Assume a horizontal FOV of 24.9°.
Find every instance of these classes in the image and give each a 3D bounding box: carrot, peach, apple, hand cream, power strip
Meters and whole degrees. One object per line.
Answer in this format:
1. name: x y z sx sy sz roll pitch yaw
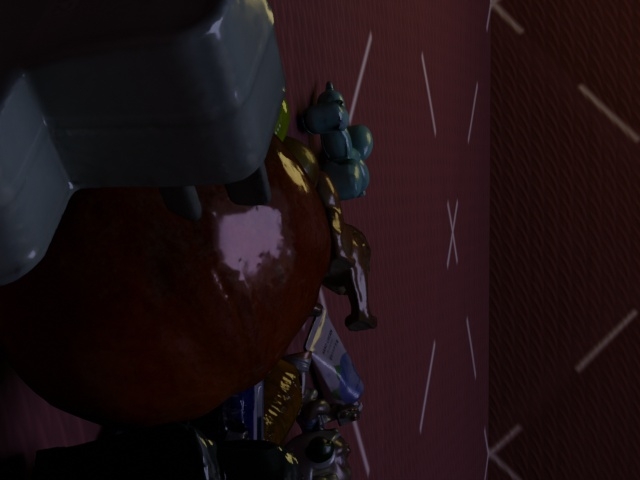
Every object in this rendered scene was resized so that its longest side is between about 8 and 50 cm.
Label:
1. carrot: -0.073 0.204 1.418 0.260 0.070 0.070 -62 149 -59
2. peach: -0.116 -0.009 0.938 0.257 0.232 0.232 87 12 -52
3. apple: -0.043 -0.063 1.484 0.089 0.074 0.089 23 90 -84
4. hand cream: 0.017 0.160 1.805 0.084 0.053 0.142 -68 144 -52
5. power strip: -0.148 -0.070 0.735 0.141 0.261 0.229 74 22 -44

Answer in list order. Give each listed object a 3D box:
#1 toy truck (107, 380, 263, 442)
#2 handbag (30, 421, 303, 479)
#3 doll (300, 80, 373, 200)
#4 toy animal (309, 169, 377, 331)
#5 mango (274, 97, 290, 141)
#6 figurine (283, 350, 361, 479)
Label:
1. toy truck: -0.102 0.131 1.199 0.155 0.124 0.268 -41 133 -80
2. handbag: -0.119 0.247 0.917 0.079 0.260 0.248 12 73 -38
3. doll: 0.026 -0.112 1.776 0.158 0.059 0.159 -71 148 -63
4. toy animal: 0.000 0.000 1.671 0.312 0.097 0.157 63 18 -56
5. mango: -0.065 -0.106 1.425 0.056 0.073 0.108 37 40 -22
6. figurine: -0.002 0.223 1.634 0.147 0.093 0.197 52 39 -83
